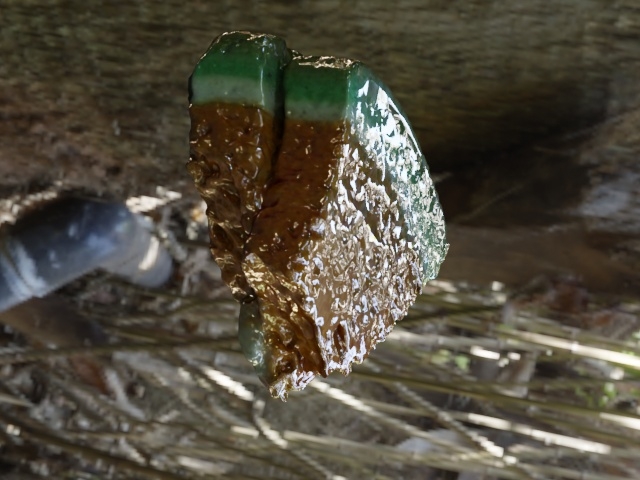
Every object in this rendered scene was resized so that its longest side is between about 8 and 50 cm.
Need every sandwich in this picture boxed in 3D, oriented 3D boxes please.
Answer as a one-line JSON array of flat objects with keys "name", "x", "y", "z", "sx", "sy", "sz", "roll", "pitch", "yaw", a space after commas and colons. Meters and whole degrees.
[{"name": "sandwich", "x": 0.001, "y": -0.014, "z": 0.756, "sx": 0.212, "sy": 0.109, "sz": 0.292, "roll": -59, "pitch": 142, "yaw": -45}]
